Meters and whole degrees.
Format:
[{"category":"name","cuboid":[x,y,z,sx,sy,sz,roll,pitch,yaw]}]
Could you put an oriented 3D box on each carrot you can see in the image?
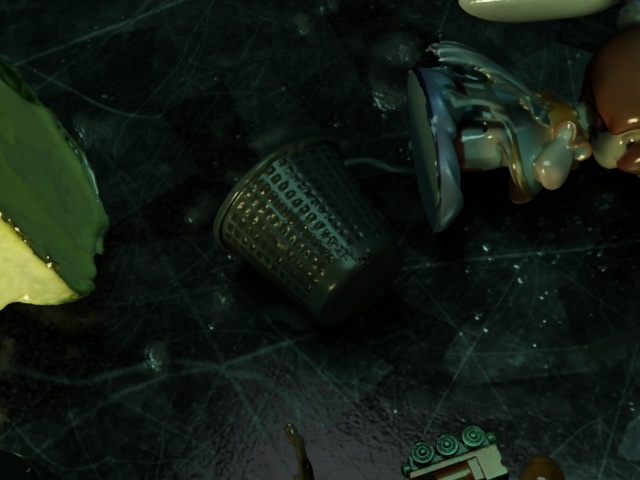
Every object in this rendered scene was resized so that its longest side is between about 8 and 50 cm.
[{"category":"carrot","cuboid":[0.205,0.309,1.676,0.048,0.048,0.216,6,58,11]}]

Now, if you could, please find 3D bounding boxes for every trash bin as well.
[{"category":"trash bin","cuboid":[0.000,0.000,1.876,0.175,0.175,0.161,-35,68,-19]}]

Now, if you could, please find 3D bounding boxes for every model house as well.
[{"category":"model house","cuboid":[-0.416,-0.019,1.916,0.266,0.261,0.321,-31,32,14]}]

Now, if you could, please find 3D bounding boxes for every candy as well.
[{"category":"candy","cuboid":[0.249,-0.273,1.855,0.174,0.071,0.138,-1,17,30]}]

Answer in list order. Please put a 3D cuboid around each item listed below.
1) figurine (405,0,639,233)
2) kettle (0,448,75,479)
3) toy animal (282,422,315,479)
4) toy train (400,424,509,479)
[{"category":"figurine","cuboid":[0.295,-0.161,1.922,0.388,0.248,0.277,-8,27,-3]},{"category":"kettle","cuboid":[-0.279,0.301,1.589,0.251,0.271,0.207,25,59,25]},{"category":"toy animal","cuboid":[-0.011,0.282,1.620,0.243,0.087,0.260,21,28,-8]},{"category":"toy train","cuboid":[0.134,0.229,1.746,0.103,0.044,0.064,-17,62,-7]}]
